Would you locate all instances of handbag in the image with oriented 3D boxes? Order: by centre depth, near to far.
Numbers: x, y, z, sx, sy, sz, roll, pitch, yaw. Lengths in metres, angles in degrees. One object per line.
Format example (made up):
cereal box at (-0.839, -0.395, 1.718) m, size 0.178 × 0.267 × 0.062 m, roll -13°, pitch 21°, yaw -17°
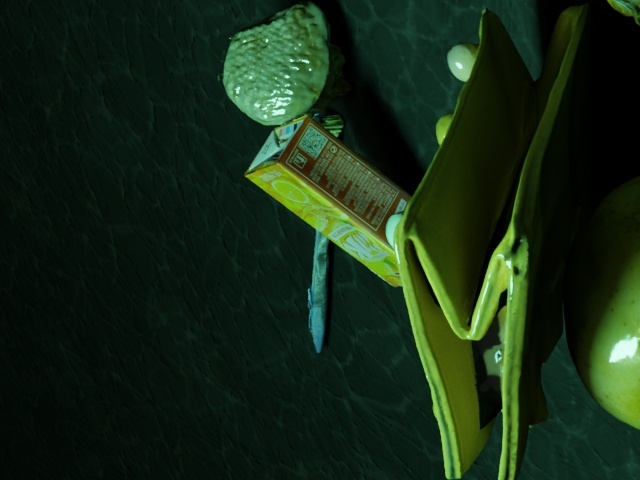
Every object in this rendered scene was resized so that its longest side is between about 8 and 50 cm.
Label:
handbag at (0.162, -0.004, 1.659) m, size 0.133 × 0.401 × 0.283 m, roll 0°, pitch 125°, yaw 17°

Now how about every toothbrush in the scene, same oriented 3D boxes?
toothbrush at (0.000, 0.000, 2.334) m, size 0.413 × 0.042 × 0.035 m, roll 92°, pitch 178°, yaw -47°

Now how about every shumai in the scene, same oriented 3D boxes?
shumai at (-0.029, -0.189, 2.127) m, size 0.145 × 0.116 × 0.145 m, roll -5°, pitch 80°, yaw 28°

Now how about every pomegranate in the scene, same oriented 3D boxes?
pomegranate at (0.313, 0.047, 1.591) m, size 0.233 × 0.233 × 0.233 m, roll 42°, pitch 147°, yaw 36°

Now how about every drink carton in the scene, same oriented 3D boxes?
drink carton at (0.035, -0.040, 2.080) m, size 0.223 × 0.071 × 0.096 m, roll 38°, pitch 159°, yaw -18°

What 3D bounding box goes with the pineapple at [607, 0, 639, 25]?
pineapple at (0.290, -0.221, 1.382) m, size 0.334 × 0.161 × 0.158 m, roll 54°, pitch 146°, yaw -8°
